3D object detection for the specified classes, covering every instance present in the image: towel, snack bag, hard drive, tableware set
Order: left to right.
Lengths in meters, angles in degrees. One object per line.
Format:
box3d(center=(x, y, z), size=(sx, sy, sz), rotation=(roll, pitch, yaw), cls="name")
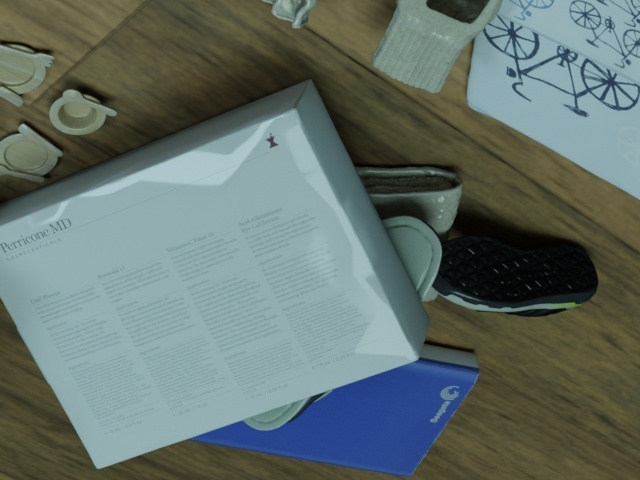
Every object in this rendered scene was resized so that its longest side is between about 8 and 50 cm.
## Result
box3d(center=(-0.294, -0.121, 1.911), size=(0.141, 0.020, 0.168), rotation=(26, 128, -31), cls="tableware set")
box3d(center=(-0.004, 0.179, 2.263), size=(0.318, 0.040, 0.210), rotation=(12, 135, -19), cls="hard drive")
box3d(center=(0.000, 0.000, 2.064), size=(0.282, 0.049, 0.187), rotation=(-1, 139, -8), cls="towel")
box3d(center=(0.264, -0.161, 1.776), size=(0.323, 0.037, 0.342), rotation=(31, 148, 19), cls="snack bag")

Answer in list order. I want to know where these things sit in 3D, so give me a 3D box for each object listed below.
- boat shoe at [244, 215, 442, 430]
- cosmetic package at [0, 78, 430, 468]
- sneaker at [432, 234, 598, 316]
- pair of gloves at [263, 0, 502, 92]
box3d(center=(0.022, 0.078, 2.053), size=(0.302, 0.091, 0.114), rotation=(-41, 84, 24), cls="boat shoe")
box3d(center=(-0.120, 0.039, 1.957), size=(0.377, 0.097, 0.284), rotation=(-20, 111, 19), cls="cosmetic package")
box3d(center=(0.195, 0.055, 2.102), size=(0.234, 0.084, 0.097), rotation=(6, 150, -34), cls="sneaker")
box3d(center=(0.047, -0.245, 1.759), size=(0.240, 0.042, 0.204), rotation=(29, 131, -9), cls="pair of gloves")
